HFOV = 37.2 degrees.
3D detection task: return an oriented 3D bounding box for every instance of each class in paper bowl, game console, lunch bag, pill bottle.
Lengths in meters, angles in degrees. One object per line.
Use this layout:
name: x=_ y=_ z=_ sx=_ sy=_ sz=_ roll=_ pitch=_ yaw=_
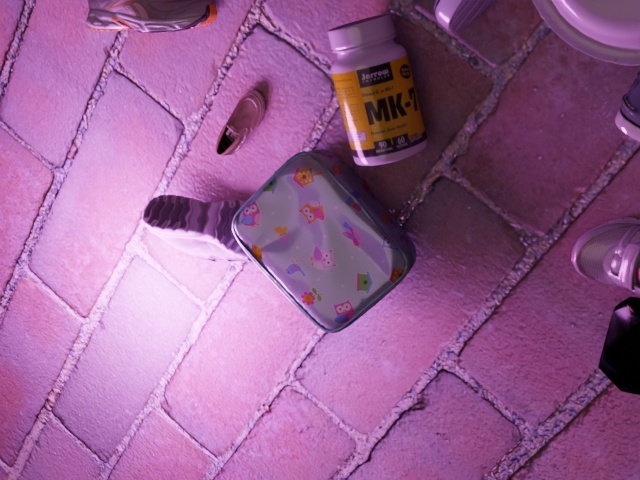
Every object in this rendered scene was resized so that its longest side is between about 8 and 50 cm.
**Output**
paper bowl: x=0.379 y=-0.350 z=1.124 sx=0.284 sy=0.148 sz=0.284 roll=13 pitch=117 yaw=27
game console: x=0.584 y=0.173 z=1.333 sx=0.361 sy=0.044 sz=0.213 roll=9 pitch=146 yaw=13
lunch bag: x=0.000 y=0.000 z=1.568 sx=0.224 sy=0.108 sz=0.279 roll=-44 pitch=86 yaw=21
pill bottle: x=0.083 y=-0.228 z=1.437 sx=0.119 sy=0.119 sz=0.209 roll=-6 pitch=108 yaw=32

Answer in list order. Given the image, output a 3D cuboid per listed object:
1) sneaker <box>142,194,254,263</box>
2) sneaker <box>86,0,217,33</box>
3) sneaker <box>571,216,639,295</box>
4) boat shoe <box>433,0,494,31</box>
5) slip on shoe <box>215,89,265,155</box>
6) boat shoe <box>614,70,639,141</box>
sneaker: x=-0.176 y=-0.012 z=1.718 sx=0.281 sy=0.105 sz=0.115 roll=16 pitch=155 yaw=17
sneaker: x=-0.292 y=-0.412 z=1.591 sx=0.262 sy=0.099 sz=0.121 roll=8 pitch=110 yaw=26
sneaker: x=0.474 y=0.035 z=1.331 sx=0.252 sy=0.111 sz=0.103 roll=5 pitch=113 yaw=29
boat shoe: x=0.236 y=-0.446 z=1.269 sx=0.119 sy=0.121 sz=0.335 roll=40 pitch=115 yaw=18
slip on shoe: x=-0.141 y=-0.198 z=1.628 sx=0.051 sy=0.041 sz=0.135 roll=45 pitch=126 yaw=6
boat shoe: x=0.541 y=-0.136 z=1.216 sx=0.319 sy=0.116 sz=0.099 roll=27 pitch=126 yaw=23
